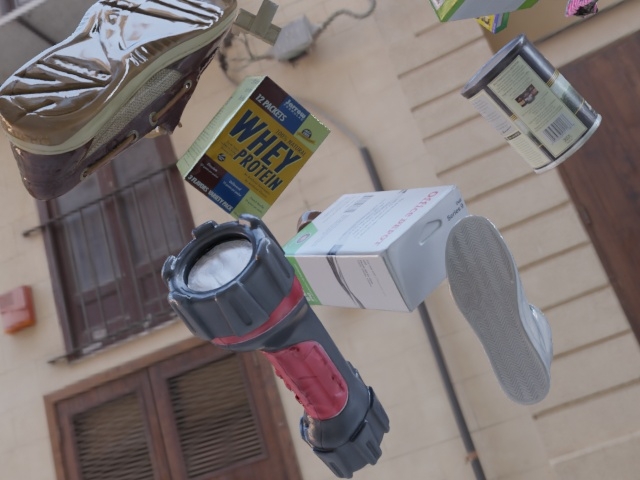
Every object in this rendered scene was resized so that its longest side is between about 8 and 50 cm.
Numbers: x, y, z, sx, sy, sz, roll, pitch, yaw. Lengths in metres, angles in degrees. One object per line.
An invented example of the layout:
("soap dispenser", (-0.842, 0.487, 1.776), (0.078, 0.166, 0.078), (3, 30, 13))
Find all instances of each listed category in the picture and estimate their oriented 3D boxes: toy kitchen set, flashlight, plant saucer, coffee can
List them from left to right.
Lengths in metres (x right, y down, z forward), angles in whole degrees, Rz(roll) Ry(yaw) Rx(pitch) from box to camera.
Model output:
("toy kitchen set", (-0.112, -0.403, 1.376), (0.083, 0.068, 0.075), (25, -2, -10))
("flashlight", (-0.025, 0.113, 0.674), (0.103, 0.103, 0.304), (-32, -52, -4))
("plant saucer", (0.000, 0.000, 1.990), (0.029, 0.168, 0.168), (-44, 2, -43))
("coffee can", (0.503, -0.327, 1.793), (0.201, 0.275, 0.201), (-44, 6, 6))

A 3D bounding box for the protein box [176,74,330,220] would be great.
("protein box", (-0.117, -0.150, 1.225), (0.201, 0.136, 0.200), (-51, 19, 1))

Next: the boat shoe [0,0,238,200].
("boat shoe", (-0.197, -0.164, 0.781), (0.123, 0.342, 0.123), (20, -45, 10))

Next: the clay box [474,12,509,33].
("clay box", (0.441, -0.697, 2.102), (0.053, 0.222, 0.127), (-32, -31, -19))

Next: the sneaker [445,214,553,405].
("sneaker", (0.285, 0.099, 1.178), (0.108, 0.293, 0.169), (-20, -3, 21))

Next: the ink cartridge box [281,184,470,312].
("ink cartridge box", (0.093, 0.013, 1.284), (0.211, 0.122, 0.289), (-40, 23, -31))

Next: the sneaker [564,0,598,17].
("sneaker", (0.565, -0.499, 1.568), (0.057, 0.047, 0.119), (17, -3, -8))

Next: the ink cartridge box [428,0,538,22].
("ink cartridge box", (0.337, -0.501, 1.351), (0.255, 0.097, 0.189), (-18, -14, -32))
